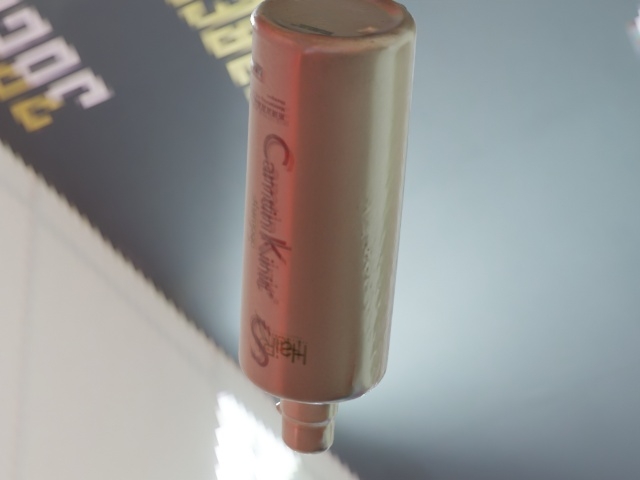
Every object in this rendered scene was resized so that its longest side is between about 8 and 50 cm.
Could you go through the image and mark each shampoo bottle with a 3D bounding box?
[{"bbox_3d":[0.000,0.000,1.063,0.085,0.085,0.262,-68,-17,-61],"label":"shampoo bottle"}]
